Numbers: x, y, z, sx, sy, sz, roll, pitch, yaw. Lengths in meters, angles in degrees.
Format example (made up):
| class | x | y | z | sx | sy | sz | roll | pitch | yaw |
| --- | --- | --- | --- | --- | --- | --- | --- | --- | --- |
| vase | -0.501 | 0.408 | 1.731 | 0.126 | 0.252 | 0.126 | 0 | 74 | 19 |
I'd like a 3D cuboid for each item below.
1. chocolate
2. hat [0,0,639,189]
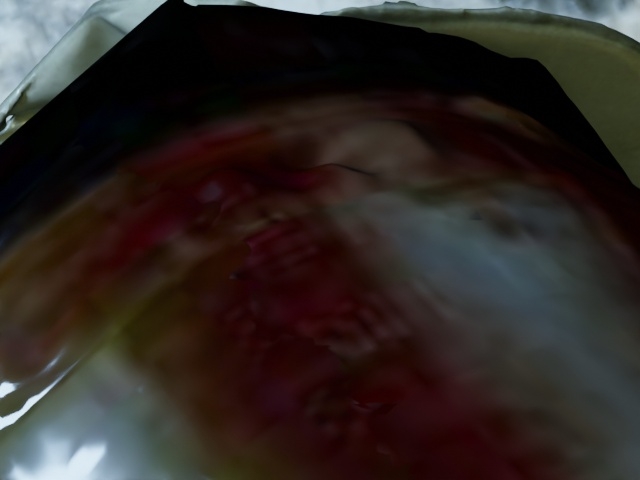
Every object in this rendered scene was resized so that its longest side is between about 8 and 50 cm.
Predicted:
| class | x | y | z | sx | sy | sz | roll | pitch | yaw |
| --- | --- | --- | --- | --- | --- | --- | --- | --- | --- |
| chocolate | 0.035 | 0.163 | 0.503 | 0.383 | 0.331 | 0.384 | -9 | 116 | -19 |
| hat | 0.000 | 0.000 | 0.683 | 0.244 | 0.149 | 0.214 | -8 | 116 | -38 |
